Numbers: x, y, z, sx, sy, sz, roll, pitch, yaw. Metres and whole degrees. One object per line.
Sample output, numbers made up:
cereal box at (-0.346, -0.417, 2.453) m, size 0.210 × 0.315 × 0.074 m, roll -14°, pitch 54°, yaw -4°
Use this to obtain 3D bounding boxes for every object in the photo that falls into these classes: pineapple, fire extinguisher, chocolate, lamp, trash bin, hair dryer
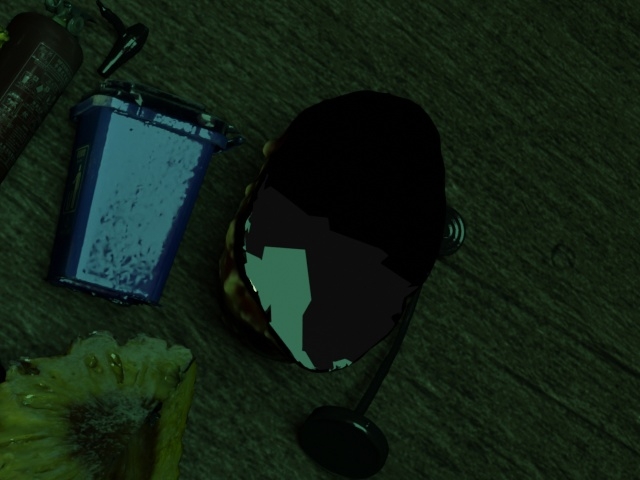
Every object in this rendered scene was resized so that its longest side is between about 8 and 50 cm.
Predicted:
pineapple at (-0.284, 0.280, 1.455) m, size 0.209 × 0.286 × 0.344 m, roll 16°, pitch 34°, yaw 15°
fire extinguisher at (-0.340, -0.169, 1.549) m, size 0.105 × 0.105 × 0.269 m, roll 35°, pitch 70°, yaw -16°
chocolate at (0.000, 0.000, 1.609) m, size 0.225 × 0.210 × 0.340 m, roll 27°, pitch 70°, yaw -11°
lamp at (0.107, 0.116, 1.691) m, size 0.130 × 0.108 × 0.371 m, roll 41°, pitch 68°, yaw -12°
trash bin at (-0.207, -0.047, 1.556) m, size 0.184 × 0.162 × 0.234 m, roll 18°, pitch 80°, yaw -21°
hair dryer at (-0.248, -0.243, 1.622) m, size 0.079 × 0.031 × 0.083 m, roll -50°, pitch 126°, yaw -15°

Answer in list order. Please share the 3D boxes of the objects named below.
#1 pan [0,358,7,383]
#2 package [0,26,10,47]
pan at (-0.409, 0.204, 1.480) m, size 0.128 × 0.048 × 0.202 m, roll 19°, pitch 73°, yaw -19°
package at (-0.447, -0.169, 1.466) m, size 0.226 × 0.090 × 0.168 m, roll 8°, pitch 69°, yaw 20°
